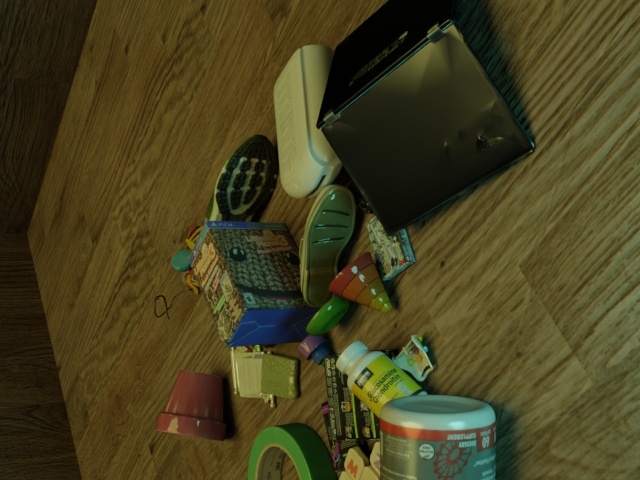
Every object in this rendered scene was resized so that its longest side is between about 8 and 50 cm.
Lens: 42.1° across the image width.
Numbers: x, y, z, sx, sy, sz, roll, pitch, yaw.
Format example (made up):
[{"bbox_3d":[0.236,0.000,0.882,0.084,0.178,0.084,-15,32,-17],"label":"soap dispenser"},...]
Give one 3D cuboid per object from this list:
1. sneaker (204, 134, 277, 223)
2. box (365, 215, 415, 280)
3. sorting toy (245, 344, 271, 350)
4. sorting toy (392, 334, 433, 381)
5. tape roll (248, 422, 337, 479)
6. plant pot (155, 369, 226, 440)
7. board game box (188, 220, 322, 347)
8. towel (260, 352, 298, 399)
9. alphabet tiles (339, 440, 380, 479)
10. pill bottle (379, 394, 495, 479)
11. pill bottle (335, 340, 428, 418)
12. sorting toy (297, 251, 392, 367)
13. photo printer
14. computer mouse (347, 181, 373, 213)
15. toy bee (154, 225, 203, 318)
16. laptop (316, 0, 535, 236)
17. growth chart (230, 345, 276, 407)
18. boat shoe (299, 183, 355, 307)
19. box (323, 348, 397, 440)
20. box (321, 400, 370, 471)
[{"bbox_3d":[-0.245,-0.128,2.267,0.410,0.158,0.182,-64,30,28],"label":"sneaker"},{"bbox_3d":[0.148,0.004,1.767,0.094,0.027,0.137,-42,56,50],"label":"box"},{"bbox_3d":[-0.199,0.233,2.152,0.046,0.274,0.132,-42,76,-2],"label":"sorting toy"},{"bbox_3d":[0.197,0.243,1.685,0.075,0.044,0.083,59,136,27],"label":"sorting toy"},{"bbox_3d":[-0.071,0.617,2.053,0.321,0.077,0.321,-2,88,57],"label":"tape roll"},{"bbox_3d":[-0.361,0.475,2.403,0.201,0.201,0.180,-13,63,56],"label":"plant pot"},{"bbox_3d":[-0.158,0.102,2.043,0.141,0.232,0.291,-60,44,35],"label":"board game box"},{"bbox_3d":[-0.106,0.347,2.137,0.148,0.027,0.110,-2,87,50],"label":"towel"},{"bbox_3d":[0.133,0.578,1.761,0.284,0.021,0.278,44,131,40],"label":"alphabet tiles"},{"bbox_3d":[0.212,0.477,1.507,0.210,0.210,0.363,0,91,56],"label":"pill bottle"},{"bbox_3d":[0.120,0.290,1.683,0.184,0.103,0.103,41,125,24],"label":"pill bottle"},{"bbox_3d":[0.061,0.185,1.850,0.126,0.127,0.366,44,136,16],"label":"sorting toy"},{"bbox_3d":[-0.027,-0.256,1.912,0.256,0.107,0.308,140,127,-67],"label":"photo printer"},{"bbox_3d":[0.106,-0.163,1.821,0.106,0.042,0.193,47,133,51],"label":"computer mouse"},{"bbox_3d":[-0.340,0.096,2.391,0.162,0.195,0.298,4,74,21],"label":"toy bee"},{"bbox_3d":[0.202,-0.295,1.648,0.382,0.236,0.408,-33,35,42],"label":"laptop"},{"bbox_3d":[-0.189,0.357,2.278,0.237,0.021,0.172,-2,88,56],"label":"growth chart"},{"bbox_3d":[0.000,0.000,1.903,0.103,0.113,0.302,-121,40,-56],"label":"boat shoe"},{"bbox_3d":[0.093,0.335,1.800,0.184,0.045,0.191,-13,79,39],"label":"box"},{"bbox_3d":[0.056,0.439,1.904,0.116,0.029,0.162,-37,59,51],"label":"box"}]
